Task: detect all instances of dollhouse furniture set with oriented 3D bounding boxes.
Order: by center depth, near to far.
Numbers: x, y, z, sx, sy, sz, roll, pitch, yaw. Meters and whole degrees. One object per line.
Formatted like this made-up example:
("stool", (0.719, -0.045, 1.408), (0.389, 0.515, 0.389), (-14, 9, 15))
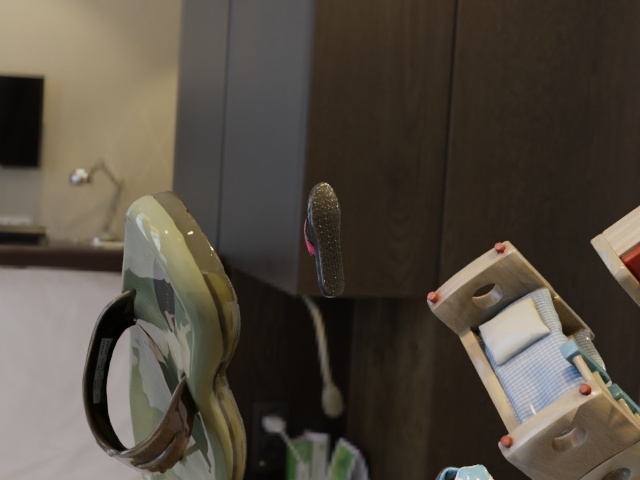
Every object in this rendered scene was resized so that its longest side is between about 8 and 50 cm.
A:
("dollhouse furniture set", (0.186, 0.051, 0.645), (0.129, 0.184, 0.129), (40, 18, -41))

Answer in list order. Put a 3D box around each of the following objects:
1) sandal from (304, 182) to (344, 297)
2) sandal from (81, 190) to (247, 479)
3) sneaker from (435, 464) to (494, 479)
("sandal", (0.000, 0.000, 1.675), (0.040, 0.179, 0.067), (-5, 0, 44))
("sandal", (-0.113, 0.089, 0.696), (0.086, 0.302, 0.120), (-30, 56, -27))
("sneaker", (0.142, 0.298, 1.189), (0.085, 0.086, 0.237), (2, -20, -14))
